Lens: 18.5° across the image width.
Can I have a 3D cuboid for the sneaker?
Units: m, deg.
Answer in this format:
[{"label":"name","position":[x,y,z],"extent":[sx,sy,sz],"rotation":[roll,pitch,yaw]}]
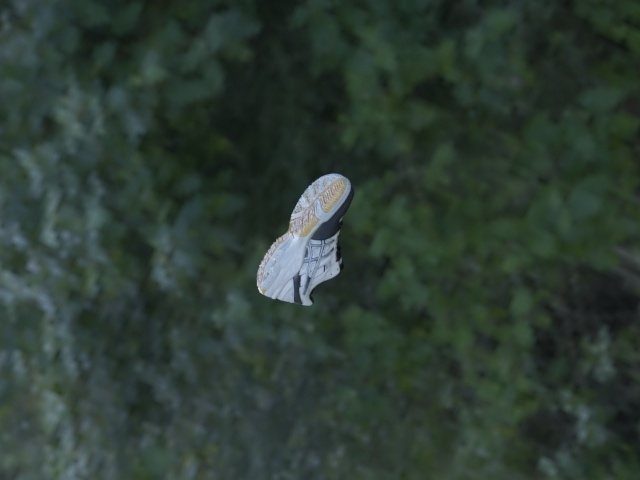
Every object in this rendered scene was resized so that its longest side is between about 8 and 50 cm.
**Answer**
[{"label":"sneaker","position":[0.000,0.000,1.035],"extent":[0.083,0.037,0.032],"rotation":[-54,22,32]}]
